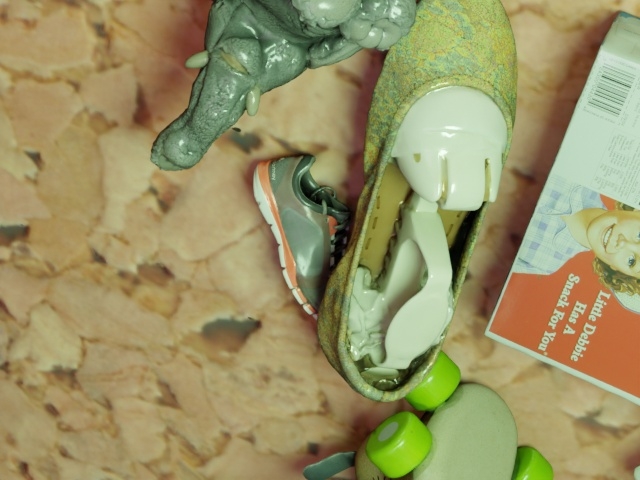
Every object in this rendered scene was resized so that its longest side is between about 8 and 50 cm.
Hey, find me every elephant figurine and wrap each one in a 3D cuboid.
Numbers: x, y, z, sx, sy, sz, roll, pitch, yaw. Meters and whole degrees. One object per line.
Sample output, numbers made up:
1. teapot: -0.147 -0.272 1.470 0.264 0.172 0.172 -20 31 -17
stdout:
1. elephant figurine: -0.030 -0.178 1.240 0.239 0.186 0.169 -48 54 57

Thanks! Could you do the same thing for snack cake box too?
1. snack cake box: 0.242 -0.019 1.236 0.152 0.089 0.264 24 121 8

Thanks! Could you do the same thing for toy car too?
1. toy car: 0.072 0.206 1.396 0.188 0.149 0.155 -27 113 42

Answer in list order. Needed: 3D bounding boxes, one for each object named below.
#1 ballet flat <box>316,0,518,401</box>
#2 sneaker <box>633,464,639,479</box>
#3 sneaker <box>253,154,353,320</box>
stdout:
1. ballet flat: 0.083 -0.024 1.267 0.123 0.123 0.348 23 117 11
2. sneaker: 0.333 0.127 1.243 0.121 0.099 0.262 14 122 -16
3. sneaker: 0.000 0.000 1.364 0.065 0.061 0.158 -19 107 21
